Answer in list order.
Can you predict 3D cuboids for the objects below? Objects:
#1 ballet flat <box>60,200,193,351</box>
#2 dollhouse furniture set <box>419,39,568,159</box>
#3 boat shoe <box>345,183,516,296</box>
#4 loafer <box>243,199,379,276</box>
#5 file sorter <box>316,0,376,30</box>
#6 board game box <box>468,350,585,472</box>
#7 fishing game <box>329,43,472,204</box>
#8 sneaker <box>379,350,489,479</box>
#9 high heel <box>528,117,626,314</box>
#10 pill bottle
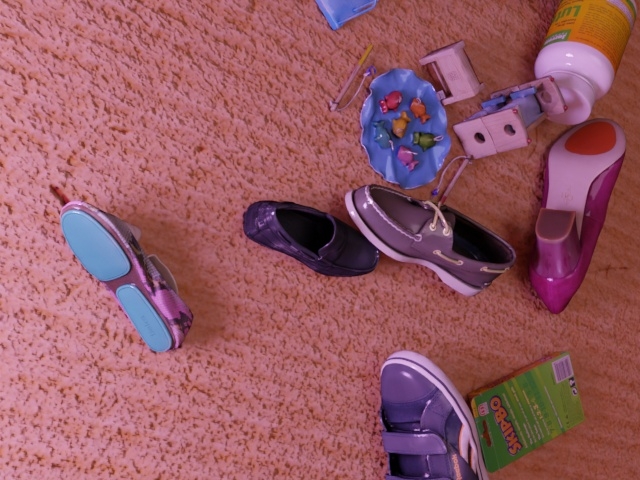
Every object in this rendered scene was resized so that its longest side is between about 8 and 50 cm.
[{"bbox_3d":[-0.222,0.032,1.131,0.221,0.077,0.079,58,36,-23],"label":"ballet flat"},{"bbox_3d":[0.277,-0.247,1.529,0.129,0.129,0.183,-40,108,-36],"label":"dollhouse furniture set"},{"bbox_3d":[0.166,-0.013,1.411,0.305,0.091,0.109,28,42,-35],"label":"boat shoe"},{"bbox_3d":[0.000,0.000,1.302,0.223,0.078,0.076,20,71,-35],"label":"loafer"},{"bbox_3d":[0.069,-0.410,1.401,0.170,0.104,0.118,-46,113,-34],"label":"file sorter"},{"bbox_3d":[0.331,0.275,1.558,0.259,0.039,0.124,-16,93,-42],"label":"board game box"},{"bbox_3d":[0.138,-0.172,1.465,0.264,0.041,0.189,47,60,-24],"label":"fishing game"},{"bbox_3d":[0.155,0.316,1.351,0.127,0.126,0.321,-38,109,-42],"label":"sneaker"},{"bbox_3d":[0.445,-0.054,1.680,0.377,0.127,0.181,-52,144,-36],"label":"high heel"},{"bbox_3d":[0.455,-0.326,1.678,0.136,0.136,0.245,41,60,-27],"label":"pill bottle"}]
